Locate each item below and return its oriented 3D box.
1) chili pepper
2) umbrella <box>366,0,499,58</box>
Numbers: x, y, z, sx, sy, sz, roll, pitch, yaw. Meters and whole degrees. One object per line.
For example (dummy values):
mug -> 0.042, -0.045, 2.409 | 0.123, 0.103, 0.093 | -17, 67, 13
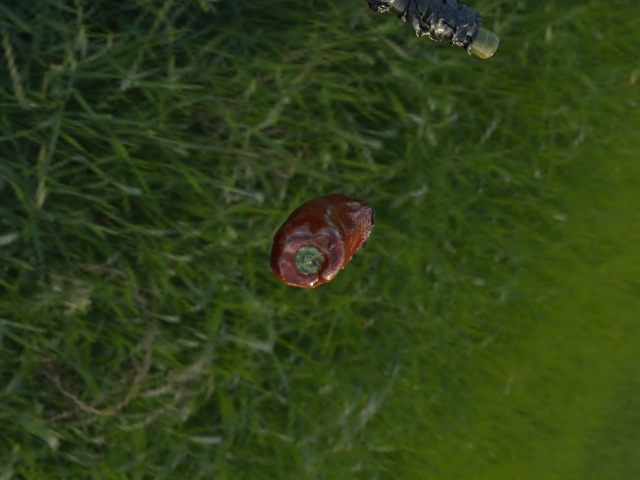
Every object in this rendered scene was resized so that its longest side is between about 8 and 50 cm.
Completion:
chili pepper -> 0.000, 0.000, 1.099 | 0.070, 0.073, 0.123 | 65, 21, -3
umbrella -> 0.064, -0.170, 0.894 | 0.144, 0.037, 0.040 | 25, 122, -19
